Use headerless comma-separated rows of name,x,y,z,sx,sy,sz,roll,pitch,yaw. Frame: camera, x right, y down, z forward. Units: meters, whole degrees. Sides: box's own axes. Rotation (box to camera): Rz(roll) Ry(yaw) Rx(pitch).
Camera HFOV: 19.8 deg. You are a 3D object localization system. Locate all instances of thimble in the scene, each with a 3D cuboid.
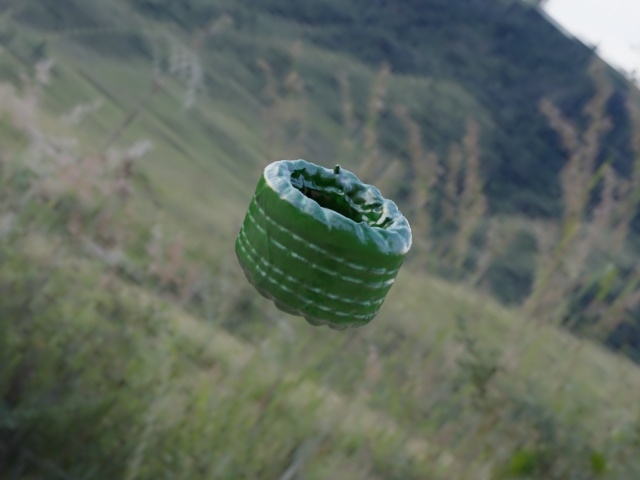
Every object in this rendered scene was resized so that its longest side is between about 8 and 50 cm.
thimble,0.000,0.000,1.350,0.118,0.090,0.130,17,21,-15
